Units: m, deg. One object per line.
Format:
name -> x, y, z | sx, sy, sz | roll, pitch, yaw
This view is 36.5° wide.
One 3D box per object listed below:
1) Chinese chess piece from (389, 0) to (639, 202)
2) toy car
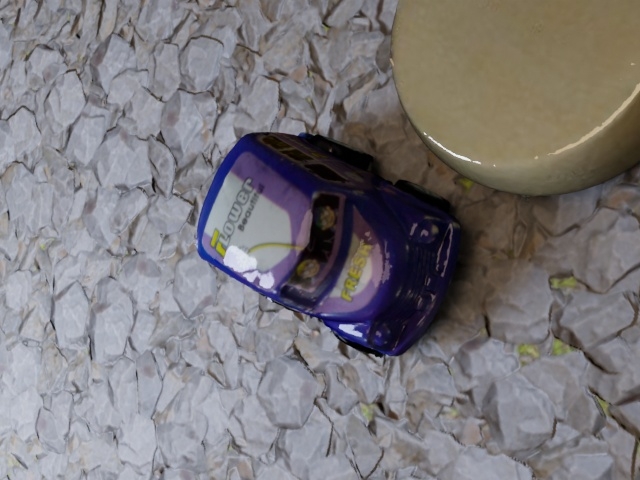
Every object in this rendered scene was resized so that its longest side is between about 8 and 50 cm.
Chinese chess piece -> 0.187, -0.169, 0.816 | 0.273, 0.102, 0.273 | -7, 78, 35
toy car -> 0.000, 0.000, 0.890 | 0.235, 0.158, 0.172 | 29, 101, 35
